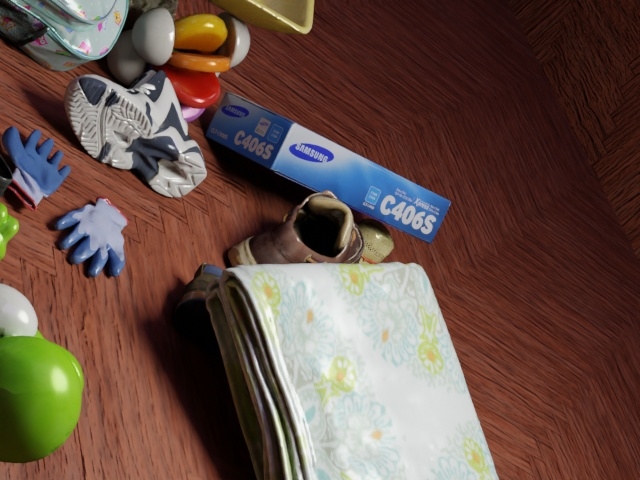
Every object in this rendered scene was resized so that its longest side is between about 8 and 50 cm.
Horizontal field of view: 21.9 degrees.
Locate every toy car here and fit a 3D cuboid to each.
[{"bbox_3d":[-0.184,-0.225,2.186,0.159,0.182,0.136,-2,77,-33],"label":"toy car"}]

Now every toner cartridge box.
[{"bbox_3d":[0.016,-0.102,2.374,0.348,0.075,0.165,23,3,-44],"label":"toner cartridge box"}]

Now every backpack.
[{"bbox_3d":[-0.324,-0.307,2.046,0.188,0.144,0.166,46,46,-37],"label":"backpack"}]

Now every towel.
[{"bbox_3d":[0.046,0.178,1.886,0.374,0.090,0.320,1,68,-49],"label":"towel"}]

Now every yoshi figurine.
[{"bbox_3d":[-0.328,0.071,1.387,0.362,0.203,0.203,38,40,-35],"label":"yoshi figurine"}]

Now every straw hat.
[{"bbox_3d":[0.072,0.003,2.450,0.144,0.061,0.144,42,22,-21],"label":"straw hat"}]

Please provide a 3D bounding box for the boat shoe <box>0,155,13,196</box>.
[{"bbox_3d":[-0.368,-0.101,1.772,0.049,0.042,0.133,13,40,-54],"label":"boat shoe"}]

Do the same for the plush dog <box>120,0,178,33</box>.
[{"bbox_3d":[-0.236,-0.433,2.324,0.262,0.225,0.210,49,19,5],"label":"plush dog"}]

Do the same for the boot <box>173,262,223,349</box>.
[{"bbox_3d":[-0.073,0.111,1.951,0.219,0.082,0.106,40,26,-19],"label":"boot"}]

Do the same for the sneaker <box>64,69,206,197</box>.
[{"bbox_3d":[-0.241,-0.167,2.062,0.235,0.094,0.153,30,27,-42],"label":"sneaker"}]

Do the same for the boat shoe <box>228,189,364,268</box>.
[{"bbox_3d":[0.000,0.000,2.222,0.123,0.123,0.342,55,21,11],"label":"boat shoe"}]

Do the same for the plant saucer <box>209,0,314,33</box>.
[{"bbox_3d":[-0.156,-0.439,2.172,0.332,0.081,0.333,27,46,-26],"label":"plant saucer"}]

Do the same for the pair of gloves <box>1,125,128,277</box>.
[{"bbox_3d":[-0.290,-0.045,1.861,0.198,0.023,0.159,46,20,-14],"label":"pair of gloves"}]
